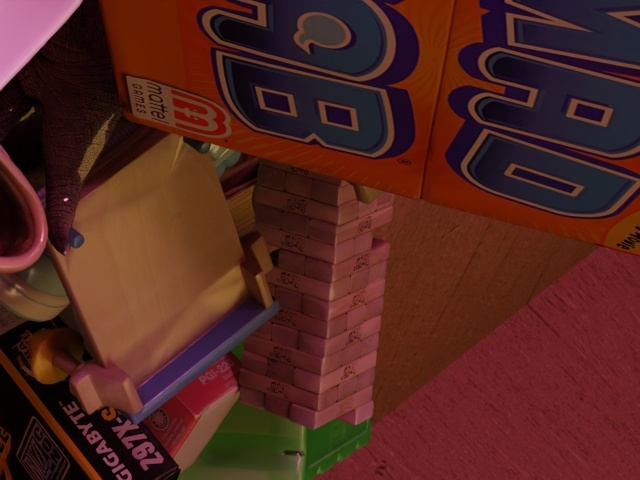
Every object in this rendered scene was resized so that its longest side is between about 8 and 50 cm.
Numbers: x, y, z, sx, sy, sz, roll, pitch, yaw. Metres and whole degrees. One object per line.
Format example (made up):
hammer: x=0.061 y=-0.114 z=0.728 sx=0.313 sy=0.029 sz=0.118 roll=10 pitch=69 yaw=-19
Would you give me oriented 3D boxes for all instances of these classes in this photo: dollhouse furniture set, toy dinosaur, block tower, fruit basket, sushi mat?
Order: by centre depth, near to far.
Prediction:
toy dinosaur: x=-0.162 y=-0.136 z=1.082 sx=0.160 sy=0.314 sz=0.121 roll=-22 pitch=135 yaw=6
dollhouse furniture set: x=-0.130 y=-0.082 z=1.251 sx=0.303 sy=0.198 sz=0.286 roll=-40 pitch=140 yaw=-20
block tower: x=0.000 y=0.000 z=1.569 sx=0.097 sy=0.091 sz=0.336 roll=-21 pitch=121 yaw=-51
fruit basket: x=-0.149 y=0.161 z=1.967 sx=0.392 sy=0.392 sz=0.283 roll=-6 pitch=100 yaw=-66
sushi mat: x=-0.028 y=-0.063 z=1.968 sx=0.316 sy=0.019 sz=0.151 roll=-31 pitch=164 yaw=-36

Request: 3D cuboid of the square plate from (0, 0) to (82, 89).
square plate: x=-0.334 y=-0.091 z=0.762 sx=0.347 sy=0.049 sz=0.344 roll=-45 pitch=126 yaw=9

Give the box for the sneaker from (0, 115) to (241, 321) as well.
sneaker: x=-0.168 y=-0.055 z=1.423 sx=0.208 sy=0.127 sz=0.319 roll=-45 pitch=179 yaw=12

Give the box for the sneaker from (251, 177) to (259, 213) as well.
sneaker: x=0.048 y=-0.131 z=1.838 sx=0.292 sy=0.108 sz=0.169 roll=-43 pitch=167 yaw=-37

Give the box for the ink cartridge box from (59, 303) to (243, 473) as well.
ink cartridge box: x=-0.188 y=0.108 z=1.664 sx=0.092 sy=0.218 sz=0.158 roll=-34 pitch=164 yaw=-46

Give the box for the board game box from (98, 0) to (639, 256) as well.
board game box: x=0.106 y=-0.241 z=0.912 sx=0.356 sy=0.356 sz=0.357 roll=93 pitch=13 yaw=-70

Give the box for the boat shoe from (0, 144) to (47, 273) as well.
boat shoe: x=-0.259 y=-0.090 z=0.905 sx=0.341 sy=0.110 sz=0.122 roll=45 pitch=63 yaw=-48

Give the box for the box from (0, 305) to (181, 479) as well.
box: x=-0.264 y=0.197 z=1.648 sx=0.079 sy=0.257 sz=0.322 roll=-32 pitch=163 yaw=-34
